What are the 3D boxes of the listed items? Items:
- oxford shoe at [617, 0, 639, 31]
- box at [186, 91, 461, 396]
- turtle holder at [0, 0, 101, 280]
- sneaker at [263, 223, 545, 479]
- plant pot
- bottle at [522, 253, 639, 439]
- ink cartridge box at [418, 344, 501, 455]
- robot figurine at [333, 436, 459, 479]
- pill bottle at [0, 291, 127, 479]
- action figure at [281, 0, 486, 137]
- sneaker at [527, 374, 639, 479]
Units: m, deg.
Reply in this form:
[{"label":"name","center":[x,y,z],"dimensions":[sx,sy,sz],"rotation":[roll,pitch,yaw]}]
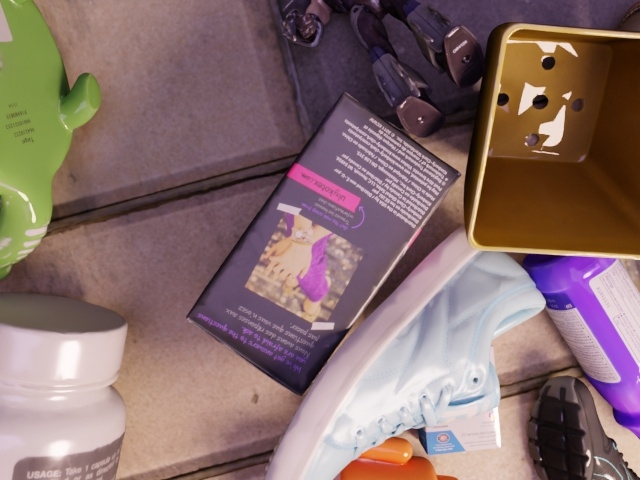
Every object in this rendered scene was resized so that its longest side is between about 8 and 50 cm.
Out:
[{"label":"oxford shoe","center":[0.417,-0.147,0.654],"dimensions":[0.146,0.397,0.140],"rotation":[-36,125,-12]},{"label":"box","center":[0.000,0.000,0.750],"dimensions":[0.143,0.165,0.270],"rotation":[36,93,-4]},{"label":"turtle holder","center":[-0.374,-0.135,0.717],"dimensions":[0.227,0.243,0.320],"rotation":[-12,131,21]},{"label":"sneaker","center":[0.100,0.142,0.714],"dimensions":[0.150,0.135,0.366],"rotation":[37,71,18]},{"label":"plant pot","center":[0.250,-0.119,0.723],"dimensions":[0.212,0.187,0.212],"rotation":[3,115,-3]},{"label":"bottle","center":[0.338,0.123,0.794],"dimensions":[0.092,0.118,0.283],"rotation":[-33,93,0]},{"label":"ink cartridge box","center":[0.157,0.179,0.825],"dimensions":[0.088,0.052,0.122],"rotation":[-6,93,-2]},{"label":"robot figurine","center":[0.054,0.305,0.793],"dimensions":[0.219,0.128,0.158],"rotation":[5,137,-2]},{"label":"pill bottle","center":[-0.318,0.248,0.738],"dimensions":[0.204,0.204,0.361],"rotation":[12,94,-3]},{"label":"action figure","center":[0.057,-0.243,0.724],"dimensions":[0.185,0.099,0.285],"rotation":[-45,54,21]},{"label":"sneaker","center":[0.320,0.284,0.831],"dimensions":[0.106,0.101,0.267],"rotation":[-12,94,-23]}]
